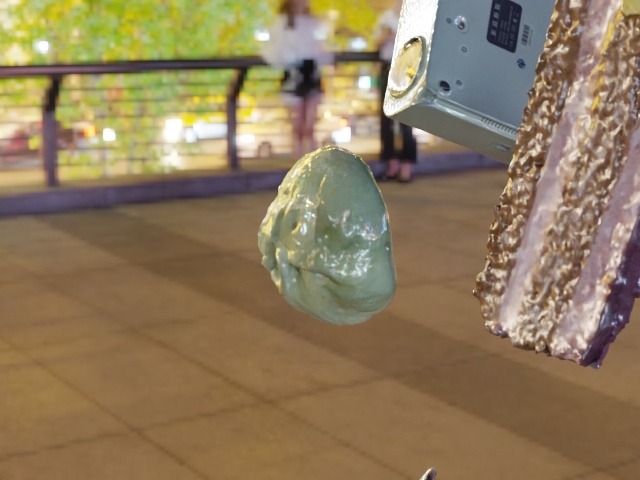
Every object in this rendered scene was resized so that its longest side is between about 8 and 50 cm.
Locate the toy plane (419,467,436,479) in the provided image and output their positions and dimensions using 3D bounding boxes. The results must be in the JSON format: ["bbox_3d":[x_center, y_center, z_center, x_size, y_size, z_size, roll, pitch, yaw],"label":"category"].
[{"bbox_3d":[0.047,0.379,1.249,0.222,0.326,0.104,25,7,-20],"label":"toy plane"}]

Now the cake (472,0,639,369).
[{"bbox_3d":[0.187,-0.061,0.836,0.116,0.295,0.112,28,10,42],"label":"cake"}]

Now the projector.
[{"bbox_3d":[0.202,-0.244,1.580,0.198,0.251,0.108,19,-19,-22],"label":"projector"}]

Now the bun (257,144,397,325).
[{"bbox_3d":[0.000,0.000,1.458,0.126,0.213,0.204,-14,7,-21],"label":"bun"}]
